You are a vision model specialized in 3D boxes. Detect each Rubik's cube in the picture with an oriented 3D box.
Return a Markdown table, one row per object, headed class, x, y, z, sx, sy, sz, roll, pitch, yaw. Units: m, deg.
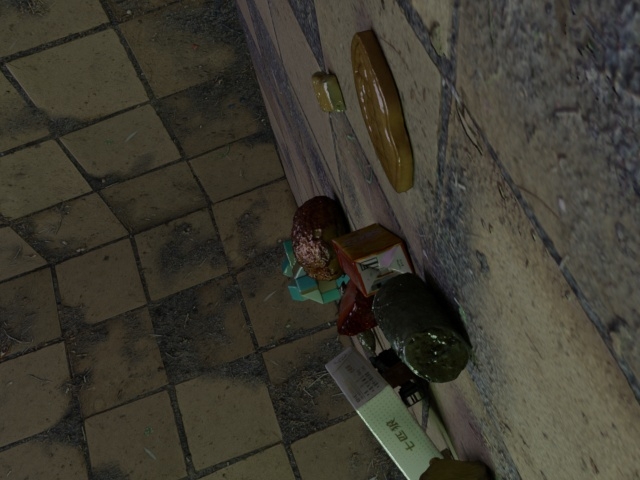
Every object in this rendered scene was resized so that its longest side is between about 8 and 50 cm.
| class | x | y | z | sx | sy | sz | roll | pitch | yaw |
| --- | --- | --- | --- | --- | --- | --- | --- | --- | --- |
| Rubik's cube | -0.021 | 0.072 | 2.190 | 0.265 | 0.213 | 0.224 | -111 | 1 | -58 |

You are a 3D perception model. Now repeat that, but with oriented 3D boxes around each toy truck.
| class | x | y | z | sx | sy | sz | roll | pitch | yaw |
| --- | --- | --- | --- | --- | --- | --- | --- | --- | --- |
| toy truck | 0.183 | 0.315 | 1.615 | 0.115 | 0.080 | 0.178 | 60 | 175 | -2 |

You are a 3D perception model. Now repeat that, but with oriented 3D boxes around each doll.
| class | x | y | z | sx | sy | sz | roll | pitch | yaw |
| --- | --- | --- | --- | --- | --- | --- | --- | --- | --- |
| doll | 0.151 | 0.325 | 2.205 | 0.285 | 0.091 | 0.203 | 58 | -175 | 15 |

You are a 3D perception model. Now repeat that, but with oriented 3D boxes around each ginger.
| class | x | y | z | sx | sy | sz | roll | pitch | yaw |
| --- | --- | --- | --- | --- | --- | --- | --- | --- | --- |
| ginger | 0.236 | 0.458 | 1.202 | 0.354 | 0.126 | 0.189 | 72 | -179 | -60 |

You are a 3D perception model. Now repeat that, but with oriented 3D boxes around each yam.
| class | x | y | z | sx | sy | sz | roll | pitch | yaw |
| --- | --- | --- | --- | --- | --- | --- | --- | --- | --- |
| yam | 0.140 | 0.122 | 0.987 | 0.183 | 0.107 | 0.107 | -122 | 12 | -63 |

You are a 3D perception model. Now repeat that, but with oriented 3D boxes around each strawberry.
| class | x | y | z | sx | sy | sz | roll | pitch | yaw |
| --- | --- | --- | --- | --- | --- | --- | --- | --- | --- |
| strawberry | 0.111 | 0.175 | 1.772 | 0.236 | 0.107 | 0.175 | -100 | 24 | -73 |

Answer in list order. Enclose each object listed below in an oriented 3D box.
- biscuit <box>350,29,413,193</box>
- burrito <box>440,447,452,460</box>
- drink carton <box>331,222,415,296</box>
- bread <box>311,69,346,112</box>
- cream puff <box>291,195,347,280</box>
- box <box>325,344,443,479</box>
| class | x | y | z | sx | sy | sz | roll | pitch | yaw |
| --- | --- | --- | --- | --- | --- | --- | --- | --- | --- |
| biscuit | 0.075 | -0.162 | 0.873 | 0.142 | 0.029 | 0.220 | -115 | 6 | -57 |
| burrito | 0.288 | 0.536 | 1.469 | 0.042 | 0.051 | 0.171 | 59 | -172 | -69 |
| drink carton | 0.089 | 0.029 | 1.212 | 0.223 | 0.096 | 0.071 | -127 | 16 | -77 |
| bread | 0.014 | -0.262 | 1.206 | 0.083 | 0.035 | 0.070 | -135 | 24 | -66 |
| cream puff | 0.000 | 0.001 | 1.873 | 0.240 | 0.164 | 0.240 | 170 | 90 | -81 |
| box | 0.133 | 0.378 | 1.538 | 0.210 | 0.095 | 0.330 | 54 | 176 | -11 |
